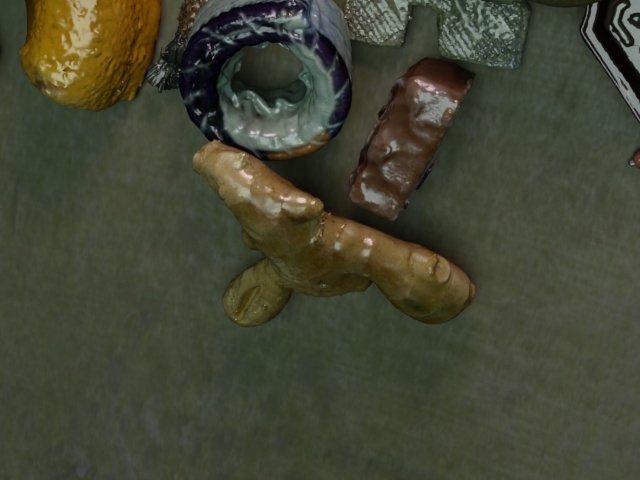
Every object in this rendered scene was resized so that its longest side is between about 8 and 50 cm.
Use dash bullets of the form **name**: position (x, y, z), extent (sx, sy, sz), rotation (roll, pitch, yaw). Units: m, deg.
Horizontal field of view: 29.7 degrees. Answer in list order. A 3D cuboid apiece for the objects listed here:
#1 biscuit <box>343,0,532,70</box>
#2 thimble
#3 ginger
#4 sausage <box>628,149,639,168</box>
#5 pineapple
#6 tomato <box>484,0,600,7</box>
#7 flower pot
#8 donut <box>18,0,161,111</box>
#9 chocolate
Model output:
- **biscuit**: position (0.153, -0.312, 1.582), extent (0.250, 0.046, 0.147), rotation (13, 108, 8)
- **thimble**: position (-0.065, -0.228, 1.560), extent (0.237, 0.150, 0.237), rotation (0, 129, 0)
- **ginger**: position (0.010, 0.014, 1.596), extent (0.363, 0.122, 0.348), rotation (6, 148, 18)
- **sausage**: position (0.507, -0.137, 1.565), extent (0.223, 0.029, 0.029), rotation (-20, 101, 17)
- **pineapple**: position (-0.182, -0.271, 1.655), extent (0.074, 0.074, 0.159), rotation (35, 111, 1)
- **tomato**: position (0.251, -0.409, 1.407), extent (0.303, 0.303, 0.239), rotation (44, 141, -2)
- **flower pot**: position (0.451, -0.241, 1.519), extent (0.179, 0.084, 0.251), rotation (-33, 96, 19)
- **donut**: position (-0.453, -0.342, 1.642), extent (0.435, 0.163, 0.378), rotation (-8, 103, 15)
- **chocolate**: position (0.115, -0.142, 1.579), extent (0.093, 0.148, 0.214), rotation (26, 114, -2)
